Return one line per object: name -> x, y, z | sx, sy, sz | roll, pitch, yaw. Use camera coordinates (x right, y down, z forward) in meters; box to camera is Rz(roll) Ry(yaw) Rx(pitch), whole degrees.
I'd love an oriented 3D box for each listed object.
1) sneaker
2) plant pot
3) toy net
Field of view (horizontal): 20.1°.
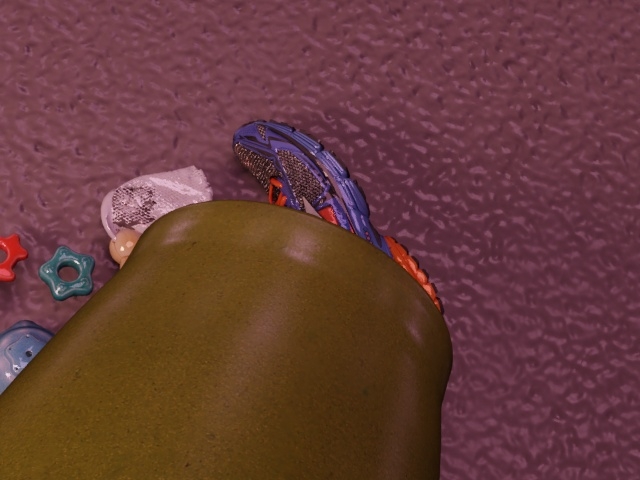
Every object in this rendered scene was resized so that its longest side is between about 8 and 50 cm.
sneaker -> 0.000, 0.000, 1.368 | 0.087, 0.083, 0.221 | -35, 76, -16
plant pot -> -0.073, 0.174, 1.159 | 0.366, 0.366, 0.353 | 24, 54, 0
toy net -> -0.179, 0.019, 1.347 | 0.122, 0.045, 0.232 | 41, 65, 9
